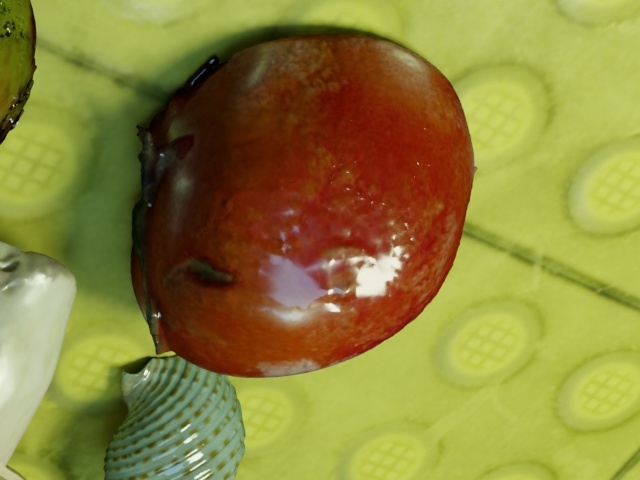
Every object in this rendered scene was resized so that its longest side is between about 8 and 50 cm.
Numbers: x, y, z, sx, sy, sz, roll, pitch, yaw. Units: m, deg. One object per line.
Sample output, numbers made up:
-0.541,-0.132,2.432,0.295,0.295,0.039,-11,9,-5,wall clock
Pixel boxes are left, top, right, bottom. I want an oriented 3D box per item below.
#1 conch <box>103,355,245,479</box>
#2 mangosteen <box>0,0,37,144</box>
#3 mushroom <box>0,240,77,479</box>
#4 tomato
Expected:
-0.121,0.184,1.369,0.135,0.102,0.153,-17,132,-25,conch
-0.359,-0.115,0.868,0.381,0.381,0.421,16,108,-29,mangosteen
-0.337,0.191,1.183,0.353,0.353,0.325,22,140,-32,mushroom
-0.002,0.003,1.212,0.309,0.170,0.309,-9,130,-10,tomato
